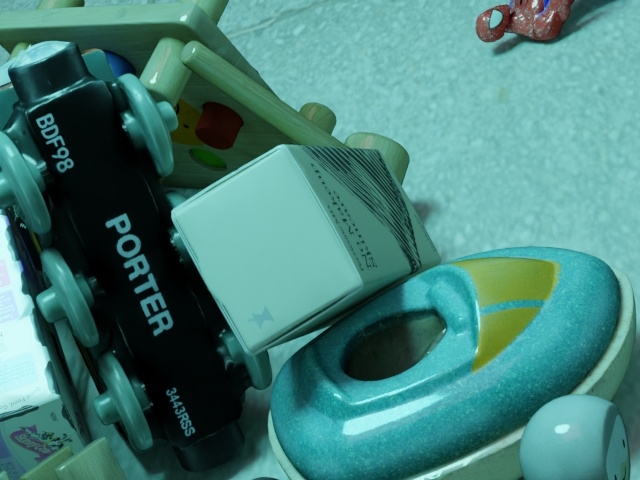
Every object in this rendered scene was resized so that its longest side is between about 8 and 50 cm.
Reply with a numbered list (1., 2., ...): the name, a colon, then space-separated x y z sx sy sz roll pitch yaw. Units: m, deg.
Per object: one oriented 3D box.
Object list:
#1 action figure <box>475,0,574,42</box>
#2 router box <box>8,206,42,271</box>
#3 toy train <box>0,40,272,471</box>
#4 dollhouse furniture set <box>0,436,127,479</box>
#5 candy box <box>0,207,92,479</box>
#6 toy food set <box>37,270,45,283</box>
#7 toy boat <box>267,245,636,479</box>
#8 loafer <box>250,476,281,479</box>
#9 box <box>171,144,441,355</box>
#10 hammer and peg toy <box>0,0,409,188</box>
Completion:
1. action figure: 0.261 -0.293 1.448 0.280 0.139 0.091 -31 31 -6
2. router box: -0.198 -0.006 1.291 0.046 0.178 0.133 -61 29 17
3. toy train: -0.151 0.010 1.097 0.142 0.334 0.190 -27 18 -15
4. dollhouse furniture set: -0.236 0.262 0.947 0.212 0.161 0.242 -19 10 41
5. candy box: -0.232 0.081 1.111 0.070 0.165 0.196 -19 59 -7
6. toy food set: -0.354 0.052 1.403 0.306 0.092 0.219 -36 45 -16
7. toy boat: 0.110 0.100 0.941 0.267 0.148 0.318 -30 31 -9
8. loafer: -0.080 0.294 0.829 0.130 0.134 0.366 -38 12 34
9. box: 0.000 0.000 1.064 0.094 0.113 0.275 -31 -4 14
10. hammer and peg toy: -0.099 -0.125 1.312 0.361 0.266 0.127 4 60 39
